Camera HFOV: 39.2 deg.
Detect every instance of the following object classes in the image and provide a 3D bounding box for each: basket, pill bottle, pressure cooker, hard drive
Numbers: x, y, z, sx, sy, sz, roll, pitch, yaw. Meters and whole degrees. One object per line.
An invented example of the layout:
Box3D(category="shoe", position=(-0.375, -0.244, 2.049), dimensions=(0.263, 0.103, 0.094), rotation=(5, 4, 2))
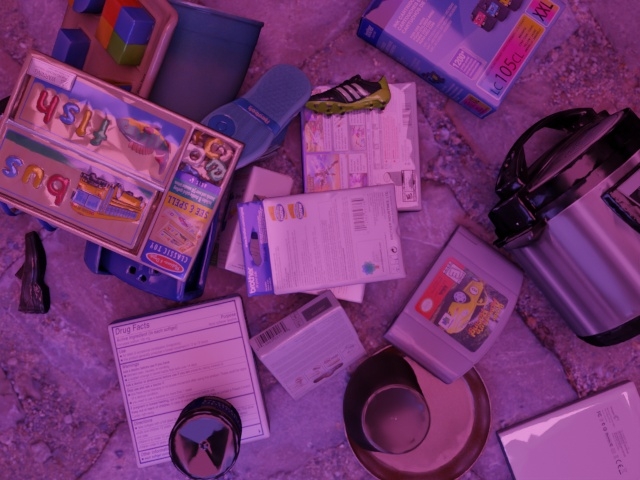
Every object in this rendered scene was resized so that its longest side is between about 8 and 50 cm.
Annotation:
Box3D(category="basket", position=(0.131, 0.324, 1.723), dimensions=(0.154, 0.227, 0.205), rotation=(15, 86, -3))
Box3D(category="pill bottle", position=(-0.202, 0.345, 1.606), dimensions=(0.122, 0.219, 0.123), rotation=(0, 89, -4))
Box3D(category="pressure cooker", position=(0.532, -0.051, 1.741), dimensions=(0.375, 0.370, 0.420), rotation=(-38, 89, 13))
Box3D(category="hard drive", position=(0.547, 0.443, 1.884), dimensions=(0.307, 0.040, 0.203), rotation=(-20, 89, -4))

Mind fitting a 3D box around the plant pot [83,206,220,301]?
Box3D(category="plant pot", position=(-0.328, -0.017, 1.759), dimensions=(0.212, 0.236, 0.236), rotation=(12, 89, 3))

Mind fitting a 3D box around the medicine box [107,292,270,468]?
Box3D(category="medicine box", position=(-0.256, 0.272, 1.789), dimensions=(0.263, 0.149, 0.290), rotation=(-12, 88, -4))

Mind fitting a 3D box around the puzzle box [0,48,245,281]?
Box3D(category="puzzle box", position=(-0.371, -0.130, 1.585), dimensions=(0.408, 0.052, 0.272), rotation=(23, 97, -3))

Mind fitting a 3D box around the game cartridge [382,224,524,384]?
Box3D(category="game cartridge", position=(0.286, 0.136, 1.846), dimensions=(0.196, 0.060, 0.294), rotation=(37, 75, -3))

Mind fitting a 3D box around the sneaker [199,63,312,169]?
Box3D(category="sneaker", position=(-0.152, -0.192, 1.764), dimensions=(0.127, 0.208, 0.319), rotation=(44, 58, 5))

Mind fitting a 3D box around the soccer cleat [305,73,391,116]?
Box3D(category="soccer cleat", position=(0.053, -0.296, 1.820), dimensions=(0.178, 0.060, 0.072), rotation=(-6, 73, -7))

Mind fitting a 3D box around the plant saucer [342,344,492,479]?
Box3D(category="plant saucer", position=(0.199, 0.359, 1.863), dimensions=(0.310, 0.050, 0.311), rotation=(0, 89, -3))

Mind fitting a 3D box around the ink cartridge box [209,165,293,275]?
Box3D(category="ink cartridge box", position=(-0.140, -0.036, 1.798), dimensions=(0.093, 0.154, 0.213), rotation=(18, 87, -19))

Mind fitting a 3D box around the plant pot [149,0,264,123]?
Box3D(category="plant pot", position=(-0.271, -0.337, 1.766), dimensions=(0.271, 0.272, 0.255), rotation=(14, 101, -3))

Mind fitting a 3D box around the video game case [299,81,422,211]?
Box3D(category="video game case", position=(0.081, -0.189, 1.869), dimensions=(0.244, 0.061, 0.270), rotation=(-2, 87, -4))

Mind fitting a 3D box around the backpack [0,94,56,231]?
Box3D(category="backpack", position=(-0.541, -0.149, 1.742), dimensions=(0.213, 0.276, 0.264), rotation=(-29, 96, 1))

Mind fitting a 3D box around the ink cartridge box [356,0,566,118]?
Box3D(category="ink cartridge box", position=(0.258, -0.472, 1.850), dimensions=(0.395, 0.151, 0.270), rotation=(34, 86, 0))

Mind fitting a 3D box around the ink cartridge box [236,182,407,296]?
Box3D(category="ink cartridge box", position=(0.000, 0.000, 1.717), dimensions=(0.310, 0.065, 0.186), rotation=(-7, 91, -13))

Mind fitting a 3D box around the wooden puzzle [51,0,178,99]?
Box3D(category="wooden puzzle", position=(-0.415, -0.370, 1.681), dimensions=(0.348, 0.080, 0.322), rotation=(52, 130, 30))

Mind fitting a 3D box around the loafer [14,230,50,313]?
Box3D(category="loafer", position=(-0.592, 0.066, 1.823), dimensions=(0.061, 0.062, 0.170), rotation=(-5, 87, 1))

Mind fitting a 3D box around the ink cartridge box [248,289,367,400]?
Box3D(category="ink cartridge box", position=(-0.020, 0.213, 1.794), dimensions=(0.189, 0.232, 0.066), rotation=(-33, 60, -3))

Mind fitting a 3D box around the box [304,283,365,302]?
Box3D(category="box", position=(0.003, 0.069, 1.821), dimensions=(0.170, 0.130, 0.091), rotation=(10, 86, -4))
